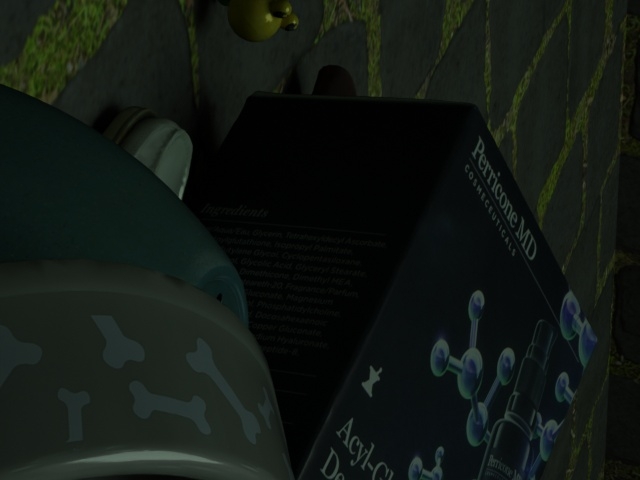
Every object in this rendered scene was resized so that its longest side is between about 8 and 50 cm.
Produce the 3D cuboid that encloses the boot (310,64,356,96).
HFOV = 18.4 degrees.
[{"bbox_3d":[0.000,0.000,1.702,0.248,0.090,0.207,78,30,-42],"label":"boot"}]

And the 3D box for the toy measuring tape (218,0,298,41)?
[{"bbox_3d":[0.003,-0.299,1.503,0.121,0.121,0.330,56,47,-65],"label":"toy measuring tape"}]

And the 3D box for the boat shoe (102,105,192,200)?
[{"bbox_3d":[-0.131,0.056,1.318,0.113,0.103,0.302,60,44,-64],"label":"boat shoe"}]

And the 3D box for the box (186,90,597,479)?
[{"bbox_3d":[0.008,0.134,1.457,0.293,0.212,0.395,57,49,-43],"label":"box"}]

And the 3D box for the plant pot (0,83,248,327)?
[{"bbox_3d":[-0.155,0.061,1.102,0.290,0.195,0.290,11,90,-72],"label":"plant pot"}]

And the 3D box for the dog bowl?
[{"bbox_3d":[-0.162,0.167,0.942,0.348,0.349,0.102,77,-14,-52],"label":"dog bowl"}]
